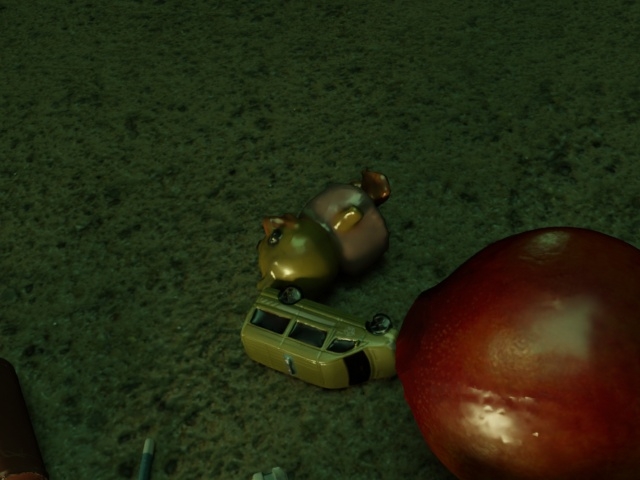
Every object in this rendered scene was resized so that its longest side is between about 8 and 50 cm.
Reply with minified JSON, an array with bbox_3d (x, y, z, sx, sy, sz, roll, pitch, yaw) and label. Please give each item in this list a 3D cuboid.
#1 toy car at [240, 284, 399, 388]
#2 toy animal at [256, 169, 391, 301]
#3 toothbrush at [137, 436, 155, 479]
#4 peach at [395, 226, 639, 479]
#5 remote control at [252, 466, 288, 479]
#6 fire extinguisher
[{"bbox_3d":[0.004,0.166,1.346,0.256,0.101,0.124,17,54,25],"label":"toy car"},{"bbox_3d":[0.001,0.004,1.474,0.281,0.195,0.169,-28,88,-25],"label":"toy animal"},{"bbox_3d":[-0.262,0.403,1.201,0.025,0.019,0.276,-11,44,8],"label":"toothbrush"},{"bbox_3d":[0.289,0.168,1.125,0.388,0.388,0.388,-4,45,4],"label":"peach"},{"bbox_3d":[-0.027,0.434,1.076,0.055,0.103,0.277,-12,44,-14],"label":"remote control"},{"bbox_3d":[-0.526,0.280,1.312,0.147,0.106,0.337,-41,48,3],"label":"fire extinguisher"}]
